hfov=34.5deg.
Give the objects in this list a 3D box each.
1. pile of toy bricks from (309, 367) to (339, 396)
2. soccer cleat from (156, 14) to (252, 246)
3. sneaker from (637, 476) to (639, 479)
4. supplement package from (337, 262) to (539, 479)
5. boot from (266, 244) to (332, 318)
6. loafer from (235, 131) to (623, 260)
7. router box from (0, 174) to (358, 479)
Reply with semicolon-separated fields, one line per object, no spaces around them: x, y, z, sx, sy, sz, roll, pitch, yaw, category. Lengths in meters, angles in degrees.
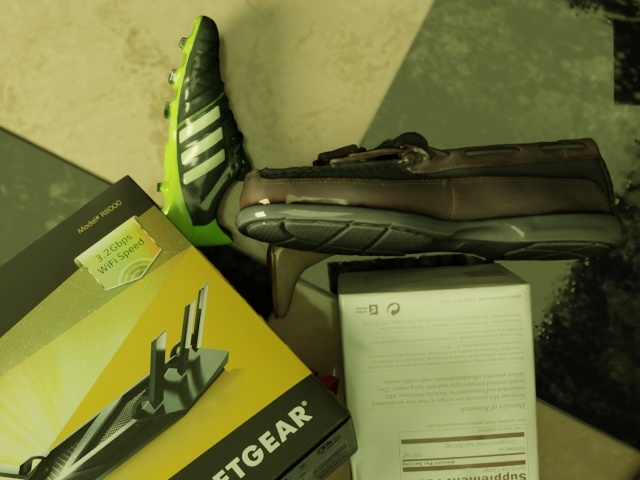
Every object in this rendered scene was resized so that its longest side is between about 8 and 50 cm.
-0.061;0.187;0.803;0.105;0.118;0.212;16;111;25;pile of toy bricks
-0.087;-0.082;0.800;0.072;0.060;0.178;6;100;-10;soccer cleat
0.338;0.230;0.820;0.191;0.071;0.083;33;87;-3;sneaker
0.086;0.148;0.773;0.134;0.139;0.244;-4;95;1;supplement package
0.000;0.000;0.813;0.087;0.042;0.118;-6;102;-9;boot
0.083;-0.039;0.773;0.303;0.109;0.095;3;77;-18;loafer
-0.169;0.137;0.667;0.309;0.081;0.243;-39;64;-15;router box
